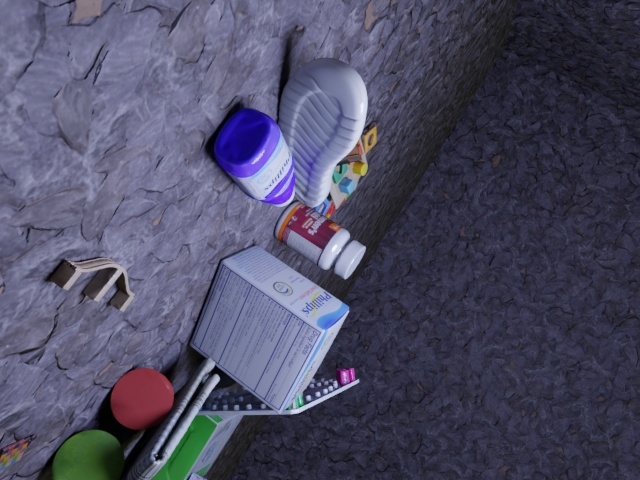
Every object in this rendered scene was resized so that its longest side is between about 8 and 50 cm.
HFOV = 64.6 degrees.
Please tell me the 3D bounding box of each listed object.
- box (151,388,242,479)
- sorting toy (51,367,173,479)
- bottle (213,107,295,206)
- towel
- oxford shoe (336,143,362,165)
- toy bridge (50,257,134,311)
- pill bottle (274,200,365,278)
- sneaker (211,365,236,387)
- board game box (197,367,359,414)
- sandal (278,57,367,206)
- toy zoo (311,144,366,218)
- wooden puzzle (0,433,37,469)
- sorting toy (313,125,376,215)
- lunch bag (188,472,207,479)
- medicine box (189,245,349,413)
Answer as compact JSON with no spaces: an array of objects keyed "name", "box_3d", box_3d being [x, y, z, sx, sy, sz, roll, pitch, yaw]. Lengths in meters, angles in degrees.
[{"name":"box","box_3d":[-0.383,0.617,1.576,0.262,0.127,0.231,-58,164,1]},{"name":"sorting toy","box_3d":[-0.449,0.424,1.028,0.365,0.127,0.126,-53,-172,-24]},{"name":"bottle","box_3d":[-0.105,-0.134,0.945,0.118,0.092,0.283,-57,166,-8]},{"name":"towel","box_3d":[-0.357,0.442,1.117,0.312,0.056,0.324,-48,-172,24]},{"name":"oxford shoe","box_3d":[0.024,-0.223,1.273,0.212,0.076,0.076,-22,102,-52]},{"name":"toy bridge","box_3d":[-0.326,0.061,0.763,0.063,0.026,0.188,-56,166,-12]},{"name":"pill bottle","box_3d":[0.000,0.000,1.324,0.121,0.221,0.121,-52,165,-20]},{"name":"sneaker","box_3d":[-0.234,0.275,1.417,0.286,0.109,0.130,-65,161,-8]},{"name":"board game box","box_3d":[-0.140,0.434,1.476,0.390,0.390,0.050,6,75,-62]},{"name":"sandal","box_3d":[-0.001,-0.215,1.001,0.102,0.169,0.416,-47,175,-27]},{"name":"toy zoo","box_3d":[0.038,-0.144,1.536,0.293,0.030,0.192,-48,163,-33]},{"name":"wooden puzzle","box_3d":[-0.503,0.349,0.826,0.049,0.006,0.083,-60,166,11]},{"name":"sorting toy","box_3d":[0.083,-0.204,1.428,0.347,0.047,0.196,-55,151,-23]},{"name":"lunch bag","box_3d":[-0.375,0.730,1.485,0.083,0.053,0.071,-61,170,-24]},{"name":"medicine box","box_3d":[-0.126,0.204,1.201,0.149,0.289,0.263,-31,150,-61]}]
